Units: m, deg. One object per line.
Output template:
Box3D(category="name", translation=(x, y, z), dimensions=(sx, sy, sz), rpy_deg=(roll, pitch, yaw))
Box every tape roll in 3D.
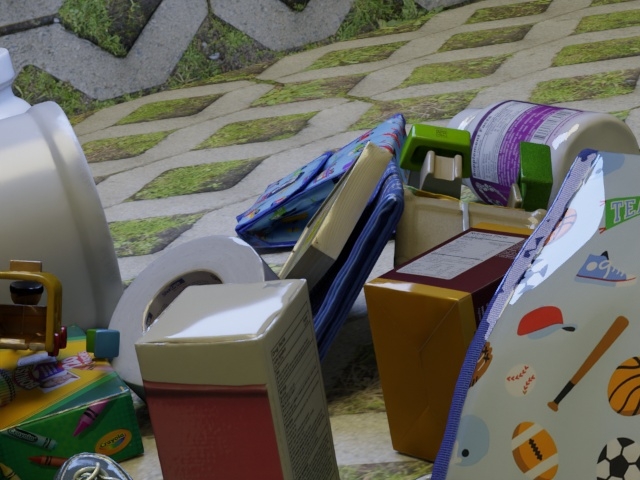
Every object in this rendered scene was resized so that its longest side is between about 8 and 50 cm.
Box3D(category="tape roll", translation=(-0.144, 0.100, 1.707), dimensions=(0.219, 0.072, 0.219), rpy_deg=(-20, 43, 20))

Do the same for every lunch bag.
Box3D(category="lunch bag", translation=(0.006, -0.067, 2.284), dimensions=(0.293, 0.138, 0.221), rpy_deg=(-19, 16, 16))
Box3D(category="lunch bag", translation=(0.310, 0.132, 1.243), dimensions=(0.327, 0.239, 0.385), rpy_deg=(6, 47, 39))

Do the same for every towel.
Box3D(category="towel", translation=(0.029, 0.021, 1.758), dimensions=(0.040, 0.243, 0.336), rpy_deg=(28, 10, -5))

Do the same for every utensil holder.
Box3D(category="utensil holder", translation=(-0.497, 0.018, 1.940), dimensions=(0.385, 0.328, 0.327), rpy_deg=(-17, 19, -17))

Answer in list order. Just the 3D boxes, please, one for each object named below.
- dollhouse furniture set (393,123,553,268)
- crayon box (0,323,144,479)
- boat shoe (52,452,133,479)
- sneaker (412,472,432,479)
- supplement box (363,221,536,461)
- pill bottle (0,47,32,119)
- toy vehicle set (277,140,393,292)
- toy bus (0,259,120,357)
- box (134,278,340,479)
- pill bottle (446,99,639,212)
Box3D(category="dollhouse furniture set", translation=(0.183, 0.009, 1.805), dimensions=(0.197, 0.151, 0.302), rpy_deg=(8, 39, -1))
Box3D(category="crayon box", translation=(-0.325, 0.192, 1.691), dimensions=(0.165, 0.081, 0.278), rpy_deg=(-16, 19, -18))
Box3D(category="boat shoe", translation=(-0.191, 0.259, 1.334), dimensions=(0.116, 0.099, 0.319), rpy_deg=(5, 16, -15))
Box3D(category="sneaker", translation=(0.057, 0.253, 1.319), dimensions=(0.166, 0.065, 0.076), rpy_deg=(-22, 17, -36))
Box3D(category="supplement box", translation=(0.169, 0.106, 1.490), dimensions=(0.194, 0.191, 0.129), rpy_deg=(-26, 23, -39))
Box3D(category="pill bottle", translation=(-0.530, -0.105, 2.266), dimensions=(0.210, 0.363, 0.210), rpy_deg=(-9, 18, 3))
Box3D(category="toy vehicle set", translation=(0.000, 0.000, 1.817), dimensions=(0.166, 0.035, 0.267), rpy_deg=(-61, 4, -27))
Box3D(category="toy bus", translation=(-0.340, 0.075, 1.653), dimensions=(0.202, 0.104, 0.191), rpy_deg=(4, 1, 38))
Box3D(category="box", translation=(-0.072, 0.170, 1.362), dimensions=(0.126, 0.232, 0.148), rpy_deg=(-4, 18, 18))
Box3D(category="pill bottle", translation=(0.316, -0.121, 2.154), dimensions=(0.169, 0.169, 0.301), rpy_deg=(-20, 20, -27))
